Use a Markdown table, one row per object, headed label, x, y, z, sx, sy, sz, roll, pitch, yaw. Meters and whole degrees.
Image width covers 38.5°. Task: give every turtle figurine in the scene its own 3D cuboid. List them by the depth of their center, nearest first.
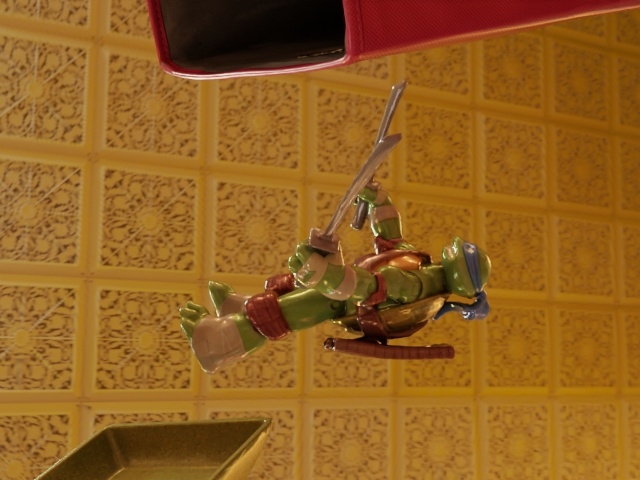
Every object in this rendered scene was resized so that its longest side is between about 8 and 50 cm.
| label | x | y | z | sx | sy | sz | roll | pitch | yaw |
| --- | --- | --- | --- | --- | --- | --- | --- | --- | --- |
| turtle figurine | 0.000 | 0.000 | 0.829 | 0.275 | 0.266 | 0.198 | 56 | -161 | -38 |

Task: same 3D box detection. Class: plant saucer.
| label | x | y | z | sx | sy | sz | roll | pitch | yaw |
| --- | --- | --- | --- | --- | --- | --- | --- | --- | --- |
| plant saucer | -0.152 | 0.206 | 0.725 | 0.188 | 0.188 | 0.045 | -35 | -67 | -58 |

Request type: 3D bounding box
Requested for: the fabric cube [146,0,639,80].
| label | x | y | z | sx | sy | sz | roll | pitch | yaw |
| --- | --- | --- | --- | --- | --- | --- | --- | --- | --- |
| fabric cube | 0.039 | -0.249 | 0.569 | 0.258 | 0.254 | 0.259 | -16 | -74 | -29 |
